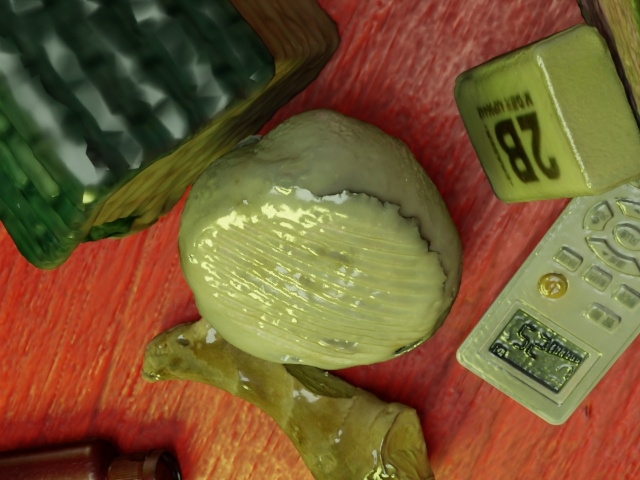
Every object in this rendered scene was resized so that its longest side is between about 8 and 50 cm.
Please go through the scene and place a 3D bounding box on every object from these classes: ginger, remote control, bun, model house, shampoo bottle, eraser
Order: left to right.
[{"bbox_3d":[-0.260,-0.203,0.898,0.395,0.400,0.445,-37,91,16],"label":"model house"},{"bbox_3d":[-0.260,0.244,1.166,0.260,0.064,0.102,-10,95,16],"label":"shampoo bottle"},{"bbox_3d":[-0.026,0.154,1.081,0.294,0.086,0.131,26,131,17],"label":"ginger"},{"bbox_3d":[0.000,0.000,0.993,0.239,0.141,0.239,8,136,8],"label":"bun"},{"bbox_3d":[0.167,-0.089,0.923,0.058,0.172,0.117,-26,96,-13],"label":"eraser"},{"bbox_3d":[0.239,0.003,0.991,0.109,0.055,0.313,34,113,-1],"label":"remote control"}]

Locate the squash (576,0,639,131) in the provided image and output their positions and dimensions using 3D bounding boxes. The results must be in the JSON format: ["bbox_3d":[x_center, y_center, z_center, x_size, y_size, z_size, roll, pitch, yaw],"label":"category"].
[{"bbox_3d":[0.313,-0.254,0.807,0.309,0.310,0.310,-19,97,7],"label":"squash"}]
